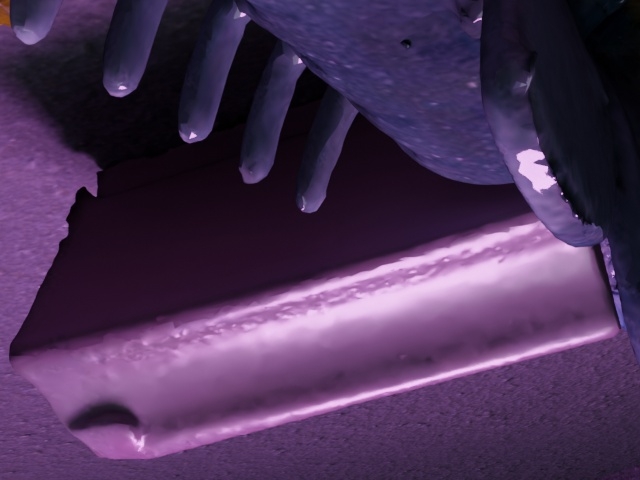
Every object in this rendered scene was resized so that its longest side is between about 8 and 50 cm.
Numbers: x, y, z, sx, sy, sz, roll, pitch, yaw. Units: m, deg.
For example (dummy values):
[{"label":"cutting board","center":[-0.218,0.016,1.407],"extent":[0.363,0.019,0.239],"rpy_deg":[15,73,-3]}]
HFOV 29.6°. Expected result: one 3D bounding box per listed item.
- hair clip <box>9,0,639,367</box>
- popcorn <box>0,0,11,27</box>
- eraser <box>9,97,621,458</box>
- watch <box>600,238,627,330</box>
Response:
[{"label":"hair clip","center":[0.059,-0.115,0.539],"extent":[0.238,0.392,0.318],"rpy_deg":[6,169,30]},{"label":"popcorn","center":[-0.182,-0.133,0.633],"extent":[0.084,0.084,0.084],"rpy_deg":[-10,160,-4]},{"label":"eraser","center":[0.000,0.000,0.829],"extent":[0.359,0.272,0.122],"rpy_deg":[-18,119,13]},{"label":"watch","center":[0.313,-0.030,1.075],"extent":[0.193,0.211,0.211],"rpy_deg":[-23,165,-24]}]
